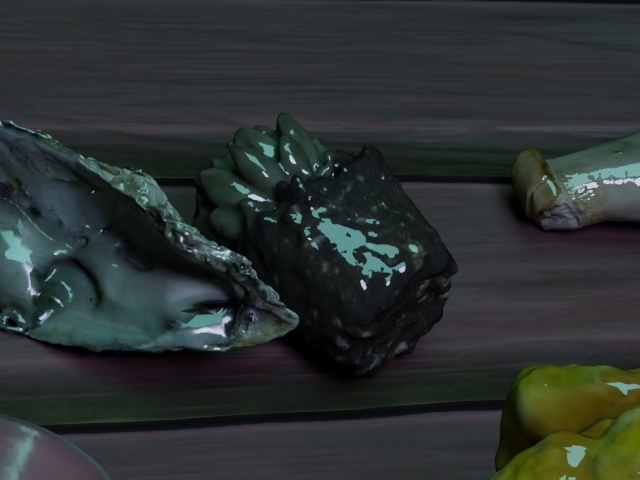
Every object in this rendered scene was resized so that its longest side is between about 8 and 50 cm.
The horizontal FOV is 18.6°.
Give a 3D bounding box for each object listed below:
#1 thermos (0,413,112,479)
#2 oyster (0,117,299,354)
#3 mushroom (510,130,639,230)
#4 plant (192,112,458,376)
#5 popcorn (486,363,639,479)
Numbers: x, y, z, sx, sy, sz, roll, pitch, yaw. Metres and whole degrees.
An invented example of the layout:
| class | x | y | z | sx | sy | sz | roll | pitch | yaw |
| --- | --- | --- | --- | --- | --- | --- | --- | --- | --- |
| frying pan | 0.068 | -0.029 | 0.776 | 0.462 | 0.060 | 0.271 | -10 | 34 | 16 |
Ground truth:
| class | x | y | z | sx | sy | sz | roll | pitch | yaw |
| --- | --- | --- | --- | --- | --- | --- | --- | --- | --- |
| thermos | -0.229 | 0.233 | 1.095 | 0.176 | 0.146 | 0.265 | 35 | 46 | -16 |
| oyster | -0.160 | -0.004 | 1.373 | 0.252 | 0.199 | 0.087 | -10 | 6 | 13 |
| mushroom | 0.268 | -0.046 | 1.616 | 0.225 | 0.093 | 0.116 | -17 | 35 | -20 |
| plant | 0.000 | 0.000 | 1.440 | 0.132 | 0.129 | 0.194 | -26 | 60 | -40 |
| popcorn | 0.193 | 0.201 | 1.177 | 0.321 | 0.290 | 0.326 | 25 | 13 | 15 |
